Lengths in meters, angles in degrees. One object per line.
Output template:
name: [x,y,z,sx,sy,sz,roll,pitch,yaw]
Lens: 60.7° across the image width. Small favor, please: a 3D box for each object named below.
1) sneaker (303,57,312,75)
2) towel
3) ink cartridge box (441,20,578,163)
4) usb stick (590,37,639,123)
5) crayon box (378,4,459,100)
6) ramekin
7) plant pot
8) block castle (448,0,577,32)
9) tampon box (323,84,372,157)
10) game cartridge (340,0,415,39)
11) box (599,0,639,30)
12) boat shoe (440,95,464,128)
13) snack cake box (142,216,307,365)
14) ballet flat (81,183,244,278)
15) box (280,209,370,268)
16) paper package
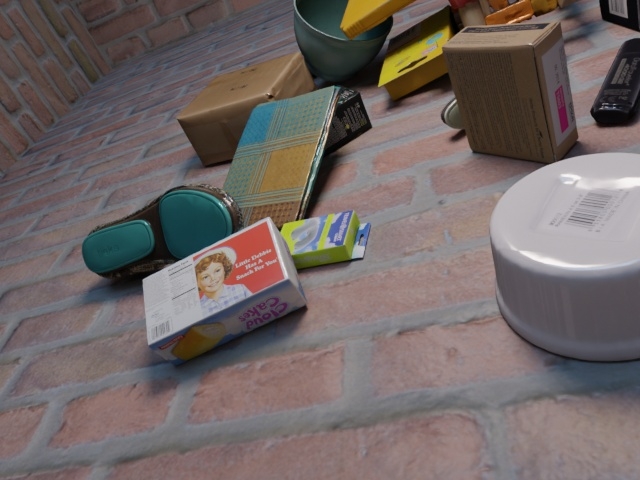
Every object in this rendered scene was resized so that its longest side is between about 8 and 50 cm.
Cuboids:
sneaker: [-0.041,-0.579,1.838,0.234,0.078,0.106,-12,39,28]
towel: [-0.106,-0.180,1.264,0.272,0.040,0.370,-2,61,35]
ink cartridge box: [0.346,-0.268,0.996,0.088,0.234,0.193,-42,37,-21]
usb stick: [0.596,-0.315,1.063,0.077,0.045,0.278,12,49,35]
crayon box: [0.270,-0.495,1.465,0.202,0.081,0.318,-22,31,30]
ramekin: [0.356,0.006,0.708,0.277,0.135,0.277,-18,35,13]
plant pot: [0.052,-0.609,1.650,0.293,0.196,0.293,6,55,-8]
block castle: [0.487,-0.696,1.426,0.303,0.212,0.453,-17,24,26]
tampon box: [0.024,-0.303,1.387,0.161,0.101,0.120,-33,35,-9]
game cartridge: [0.207,-0.689,1.454,0.324,0.053,0.285,-20,41,38]
box: [0.775,-0.582,1.245,0.207,0.108,0.153,-25,33,4]
boat shoe: [0.348,-0.310,1.200,0.228,0.081,0.069,-29,30,-17]
snack cake box: [-0.173,0.089,0.965,0.264,0.089,0.152,-26,48,5]
ballet flat: [-0.307,-0.021,1.173,0.483,0.163,0.182,-14,1,34]
box: [0.000,0.000,1.046,0.178,0.042,0.109,-11,37,24]
paper package: [-0.200,-0.386,1.598,0.325,0.168,0.309,-8,36,27]
